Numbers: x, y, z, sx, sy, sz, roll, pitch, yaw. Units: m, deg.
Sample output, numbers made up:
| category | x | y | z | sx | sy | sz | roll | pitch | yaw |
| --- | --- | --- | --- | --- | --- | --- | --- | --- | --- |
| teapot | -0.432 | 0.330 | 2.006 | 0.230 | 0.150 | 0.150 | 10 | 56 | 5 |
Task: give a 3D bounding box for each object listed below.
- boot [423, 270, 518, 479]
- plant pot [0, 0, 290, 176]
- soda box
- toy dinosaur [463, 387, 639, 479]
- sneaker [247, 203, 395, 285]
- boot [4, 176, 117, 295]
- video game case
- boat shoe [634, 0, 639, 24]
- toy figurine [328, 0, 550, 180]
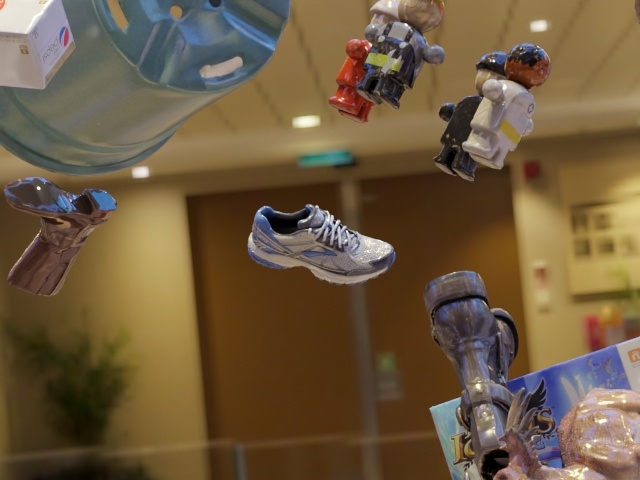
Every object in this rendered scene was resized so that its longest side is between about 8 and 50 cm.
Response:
| category | x | y | z | sx | sy | sz | roll | pitch | yaw |
| --- | --- | --- | --- | --- | --- | --- | --- | --- | --- |
| boot | 0.179 | 0.175 | 2.062 | 0.091 | 0.229 | 0.263 | -19 | -26 | 11 |
| plant pot | -0.221 | -0.264 | 2.228 | 0.341 | 0.341 | 0.334 | -4 | -4 | -30 |
| soda box | -0.352 | -0.201 | 1.850 | 0.216 | 0.069 | 0.074 | 6 | 44 | 22 |
| toy dinosaur | 0.271 | 0.197 | 1.857 | 0.200 | 0.127 | 0.296 | 12 | 19 | 23 |
| sneaker | 0.000 | 0.000 | 1.704 | 0.135 | 0.058 | 0.052 | 8 | 39 | 9 |
| boot | -0.231 | 0.002 | 1.538 | 0.106 | 0.037 | 0.114 | 10 | -46 | -40 |
| video game case | 0.289 | 0.266 | 2.187 | 0.270 | 0.244 | 0.061 | -20 | -17 | 8 |
| boat shoe | 0.347 | -0.245 | 1.368 | 0.120 | 0.122 | 0.324 | 6 | -34 | -44 |
| toy figurine | 0.133 | -0.175 | 2.040 | 0.213 | 0.148 | 0.209 | 28 | -8 | -6 |
